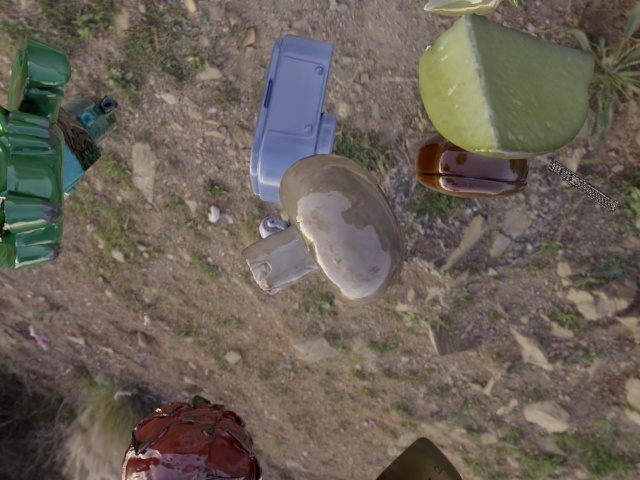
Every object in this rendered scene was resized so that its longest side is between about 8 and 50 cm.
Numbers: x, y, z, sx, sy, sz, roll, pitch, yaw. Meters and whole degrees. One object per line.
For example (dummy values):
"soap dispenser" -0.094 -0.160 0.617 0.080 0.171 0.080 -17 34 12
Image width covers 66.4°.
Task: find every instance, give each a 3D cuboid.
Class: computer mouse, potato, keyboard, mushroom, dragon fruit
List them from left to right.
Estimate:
"dragon fruit" -0.228 0.423 0.896 0.244 0.299 0.244 -29 138 -29
"mushroom" 0.000 0.000 0.621 0.204 0.204 0.204 1 124 2
"computer mouse" 0.229 0.569 1.131 0.158 0.310 0.071 48 124 23
"potato" 0.162 -0.106 0.419 0.149 0.120 0.081 4 163 -25
"keyboard" 0.663 -0.140 1.241 0.018 0.195 0.060 -47 154 3

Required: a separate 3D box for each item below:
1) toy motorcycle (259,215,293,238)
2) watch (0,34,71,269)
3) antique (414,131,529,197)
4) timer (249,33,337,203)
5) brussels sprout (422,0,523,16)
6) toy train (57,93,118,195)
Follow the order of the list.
"toy motorcycle" -0.041 -0.024 1.365 0.254 0.112 0.112 -2 125 -10
"watch" -0.240 -0.048 0.292 0.152 0.165 0.131 0 165 -36
"antique" 0.300 -0.153 0.984 0.224 0.278 0.128 8 99 24
"timer" -0.052 -0.263 1.201 0.173 0.395 0.394 9 124 -2
"brussels sprout" 0.163 -0.498 0.494 0.342 0.425 0.361 33 88 23
"toy train" -0.361 -0.114 0.647 0.194 0.298 0.120 -36 115 11
